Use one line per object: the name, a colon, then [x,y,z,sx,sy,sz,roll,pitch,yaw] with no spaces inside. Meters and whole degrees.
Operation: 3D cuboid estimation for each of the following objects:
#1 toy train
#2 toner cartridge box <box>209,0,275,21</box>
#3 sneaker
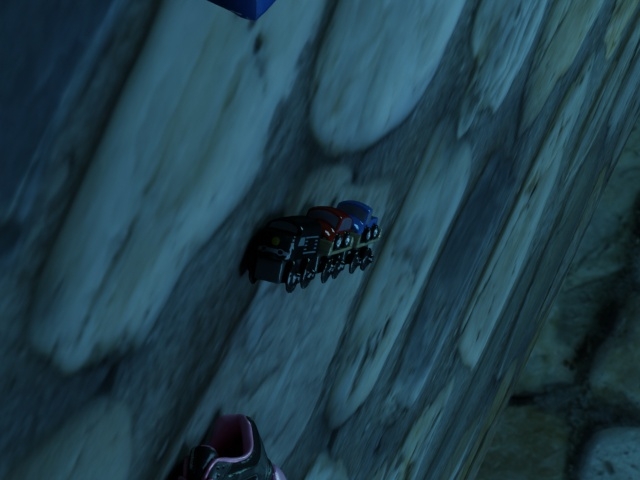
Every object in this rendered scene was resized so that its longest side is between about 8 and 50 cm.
toy train: [0.000,0.000,0.821,0.158,0.027,0.036,-12,114,-73]
toner cartridge box: [0.003,-0.215,0.305,0.165,0.075,0.348,-54,163,-27]
sneaker: [-0.059,0.126,0.797,0.119,0.047,0.057,-51,139,-49]
